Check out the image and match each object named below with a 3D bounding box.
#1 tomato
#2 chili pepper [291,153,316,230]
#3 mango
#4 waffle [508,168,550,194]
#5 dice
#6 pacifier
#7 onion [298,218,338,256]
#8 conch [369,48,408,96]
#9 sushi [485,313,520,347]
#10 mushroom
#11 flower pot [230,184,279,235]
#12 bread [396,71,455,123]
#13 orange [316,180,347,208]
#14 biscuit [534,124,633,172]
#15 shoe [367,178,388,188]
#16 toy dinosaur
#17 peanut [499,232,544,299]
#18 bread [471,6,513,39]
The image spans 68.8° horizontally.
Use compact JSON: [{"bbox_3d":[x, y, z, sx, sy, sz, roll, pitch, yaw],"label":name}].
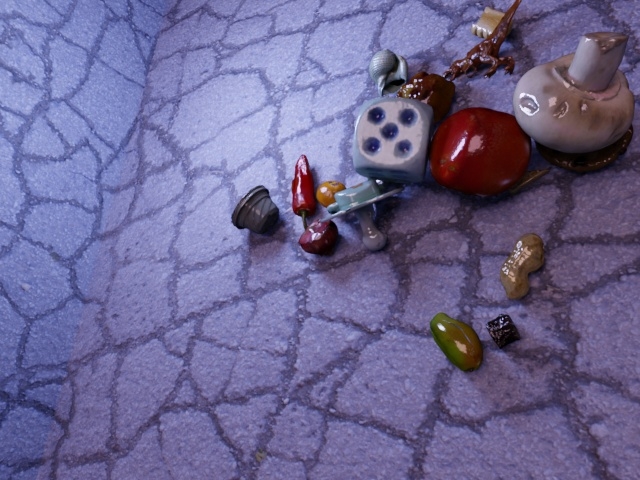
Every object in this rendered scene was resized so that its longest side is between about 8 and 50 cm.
[{"bbox_3d":[0.545,-0.304,1.610,0.325,0.293,0.289,-101,22,-60],"label":"tomato"},{"bbox_3d":[-0.073,-0.215,2.060,0.110,0.110,0.387,-17,59,24],"label":"chili pepper"},{"bbox_3d":[0.443,0.320,1.525,0.125,0.111,0.233,-28,44,1],"label":"mango"},{"bbox_3d":[0.718,-0.237,1.657,0.153,0.023,0.097,-33,57,16],"label":"waffle"},{"bbox_3d":[0.272,-0.363,1.736,0.265,0.268,0.262,8,89,13],"label":"dice"},{"bbox_3d":[0.176,-0.089,1.819,0.344,0.288,0.269,-19,93,0],"label":"pacifier"},{"bbox_3d":[0.000,0.000,1.915,0.184,0.147,0.184,-25,17,8],"label":"onion"},{"bbox_3d":[0.300,-0.737,2.058,0.172,0.131,0.199,6,112,9],"label":"conch"},{"bbox_3d":[0.578,0.286,1.479,0.084,0.098,0.094,-33,75,18],"label":"sushi"},{"bbox_3d":[0.776,-0.454,1.438,0.353,0.353,0.325,-29,18,17],"label":"mushroom"},{"bbox_3d":[-0.276,-0.119,2.091,0.140,0.235,0.235,39,92,14],"label":"flower pot"},{"bbox_3d":[0.412,-0.566,1.914,0.232,0.135,0.246,21,84,48],"label":"bread"},{"bbox_3d":[0.051,-0.187,1.966,0.136,0.136,0.117,24,116,35],"label":"orange"},{"bbox_3d":[0.883,-0.356,1.580,0.296,0.075,0.295,-11,63,24],"label":"biscuit"},{"bbox_3d":[0.237,-0.328,1.934,0.103,0.100,0.251,-8,68,29],"label":"shoe"},{"bbox_3d":[0.682,-0.746,1.834,0.432,0.097,0.208,-38,64,33],"label":"toy dinosaur"},{"bbox_3d":[0.651,0.082,1.514,0.229,0.098,0.103,-61,27,-3],"label":"peanut"},{"bbox_3d":[0.700,-0.875,1.909,0.119,0.084,0.177,-48,55,6],"label":"bread"}]
